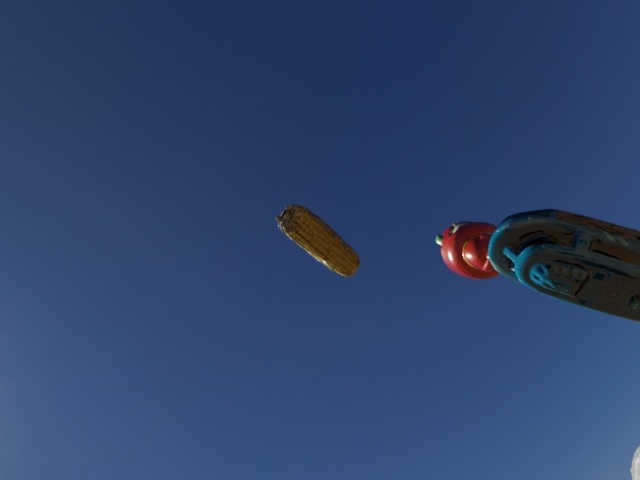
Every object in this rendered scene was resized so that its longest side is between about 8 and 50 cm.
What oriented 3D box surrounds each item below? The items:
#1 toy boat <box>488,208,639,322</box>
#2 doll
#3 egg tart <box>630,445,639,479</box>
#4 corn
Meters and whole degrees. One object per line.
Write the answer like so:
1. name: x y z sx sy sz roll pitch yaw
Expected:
1. toy boat: 0.388 0.054 0.650 0.092 0.298 0.134 -59 -19 -48
2. doll: 0.431 0.027 1.282 0.182 0.363 0.160 11 -87 3
3. egg tart: 0.377 0.243 0.367 0.094 0.234 0.234 -28 -50 -38
4. corn: 0.000 0.000 1.396 0.318 0.115 0.115 40 -91 -31
